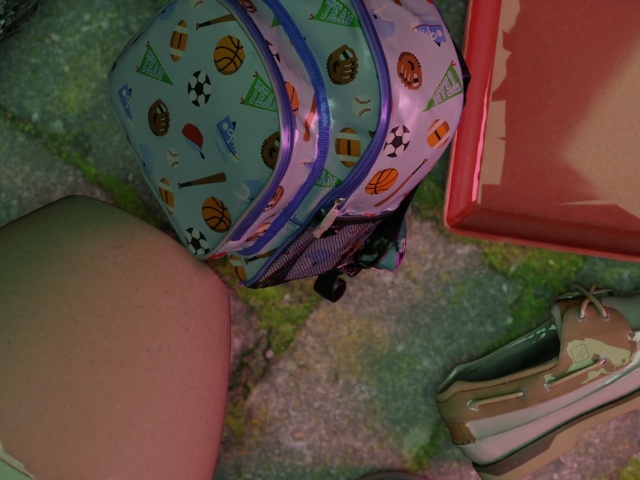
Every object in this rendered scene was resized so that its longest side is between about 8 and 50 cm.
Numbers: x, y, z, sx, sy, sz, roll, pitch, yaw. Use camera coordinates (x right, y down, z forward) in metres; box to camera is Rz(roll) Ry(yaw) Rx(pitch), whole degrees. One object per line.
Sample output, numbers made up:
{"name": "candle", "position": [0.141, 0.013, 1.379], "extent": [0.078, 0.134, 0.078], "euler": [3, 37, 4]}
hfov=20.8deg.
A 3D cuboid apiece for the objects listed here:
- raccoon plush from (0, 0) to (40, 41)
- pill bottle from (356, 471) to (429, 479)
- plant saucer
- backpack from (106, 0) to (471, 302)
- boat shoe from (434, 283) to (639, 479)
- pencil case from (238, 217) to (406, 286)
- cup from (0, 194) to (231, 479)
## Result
{"name": "raccoon plush", "position": [-0.313, -0.129, 1.474], "extent": [0.446, 0.216, 0.299], "euler": [-1, 106, 3]}
{"name": "pill bottle", "position": [0.060, 0.297, 1.474], "extent": [0.146, 0.264, 0.146], "euler": [0, 98, 3]}
{"name": "plant saucer", "position": [0.247, -0.117, 1.490], "extent": [0.258, 0.048, 0.259], "euler": [9, 100, 16]}
{"name": "backpack", "position": [-0.024, -0.119, 1.386], "extent": [0.263, 0.213, 0.276], "euler": [-43, 73, 33]}
{"name": "boat shoe", "position": [0.238, 0.093, 1.511], "extent": [0.302, 0.113, 0.103], "euler": [-37, 100, 8]}
{"name": "pencil case", "position": [0.000, 0.000, 1.535], "extent": [0.152, 0.064, 0.070], "euler": [-4, 95, 4]}
{"name": "cup", "position": [-0.206, 0.104, 1.461], "extent": [0.331, 0.331, 0.237], "euler": [31, 73, -2]}
